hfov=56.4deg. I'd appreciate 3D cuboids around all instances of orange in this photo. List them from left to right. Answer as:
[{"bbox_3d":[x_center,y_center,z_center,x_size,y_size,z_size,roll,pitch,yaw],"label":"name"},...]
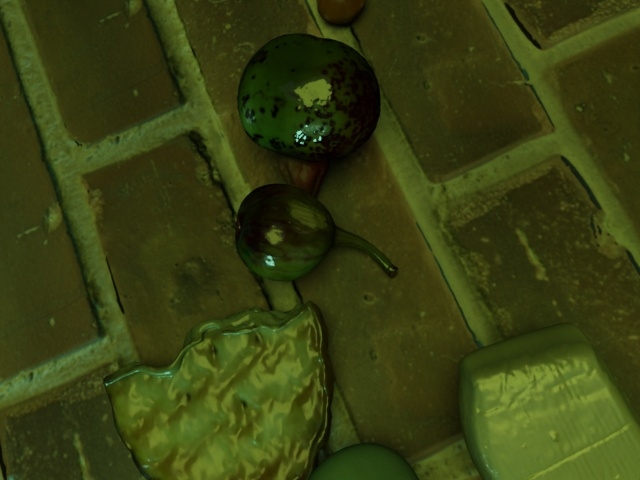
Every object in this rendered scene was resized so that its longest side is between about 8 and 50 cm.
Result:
[{"bbox_3d":[0.034,-0.393,0.967,0.086,0.062,0.086,-1,80,6],"label":"orange"}]

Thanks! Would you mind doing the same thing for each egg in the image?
[{"bbox_3d":[0.043,0.365,0.735,0.168,0.168,0.230,20,58,10],"label":"egg"}]

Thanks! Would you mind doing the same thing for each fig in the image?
[{"bbox_3d":[0.000,0.000,0.863,0.245,0.149,0.149,11,78,-14],"label":"fig"}]

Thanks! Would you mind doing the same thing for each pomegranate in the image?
[{"bbox_3d":[-0.019,-0.170,0.871,0.214,0.214,0.247,7,111,8],"label":"pomegranate"}]

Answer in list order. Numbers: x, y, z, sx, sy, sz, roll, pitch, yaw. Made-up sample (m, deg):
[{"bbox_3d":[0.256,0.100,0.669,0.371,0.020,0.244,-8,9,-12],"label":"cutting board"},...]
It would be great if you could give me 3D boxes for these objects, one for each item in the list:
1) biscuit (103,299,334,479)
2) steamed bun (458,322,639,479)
[{"bbox_3d":[-0.145,0.221,0.847,0.335,0.078,0.329,15,82,10],"label":"biscuit"},{"bbox_3d":[0.282,0.238,0.751,0.200,0.155,0.250,-23,82,4],"label":"steamed bun"}]
